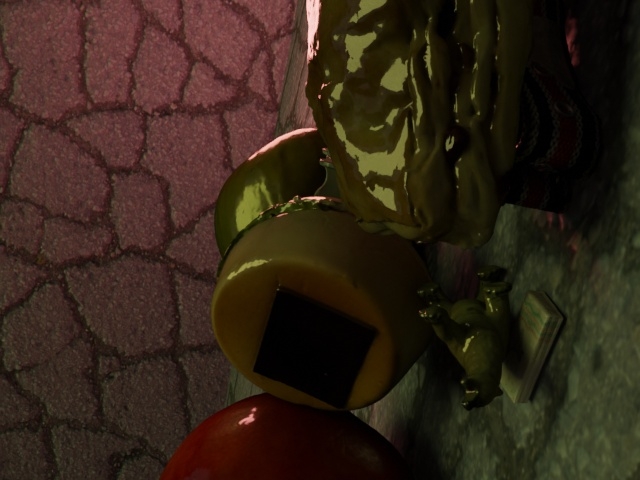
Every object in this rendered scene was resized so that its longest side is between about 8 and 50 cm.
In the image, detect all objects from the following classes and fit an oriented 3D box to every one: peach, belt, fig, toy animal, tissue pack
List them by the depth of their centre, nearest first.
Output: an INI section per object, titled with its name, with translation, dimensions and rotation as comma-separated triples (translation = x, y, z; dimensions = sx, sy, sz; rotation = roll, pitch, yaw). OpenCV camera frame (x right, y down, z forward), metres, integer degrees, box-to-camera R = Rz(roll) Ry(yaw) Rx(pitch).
[tissue pack]
translation = 0.215, 0.110, 0.742
dimensions = 0.056, 0.023, 0.108
rotation = -105, 26, -64
[toy animal]
translation = 0.164, 0.099, 0.772
dimensions = 0.218, 0.103, 0.100
rotation = -51, -51, -81
[belt]
translation = 0.219, -0.204, 0.773
dimensions = 0.126, 0.094, 0.359
rotation = 130, 144, -60
[peach]
translation = -0.045, 0.382, 0.982
dimensions = 0.388, 0.389, 0.387
rotation = -172, 90, -78
[fig]
translation = -0.009, -0.003, 1.169
dimensions = 0.343, 0.344, 0.343
rotation = -172, 90, -78

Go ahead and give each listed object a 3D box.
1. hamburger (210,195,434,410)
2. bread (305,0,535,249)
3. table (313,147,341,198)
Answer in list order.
[hamburger]
translation = 0.002, 0.077, 0.929
dimensions = 0.176, 0.300, 0.300
rotation = -57, -12, -51
[bread]
translation = 0.079, -0.188, 0.739
dimensions = 0.314, 0.192, 0.369
rotation = -154, 72, -72
[table]
translation = 0.097, -0.093, 0.951
dimensions = 0.166, 0.199, 0.166
rotation = -169, 90, -89
